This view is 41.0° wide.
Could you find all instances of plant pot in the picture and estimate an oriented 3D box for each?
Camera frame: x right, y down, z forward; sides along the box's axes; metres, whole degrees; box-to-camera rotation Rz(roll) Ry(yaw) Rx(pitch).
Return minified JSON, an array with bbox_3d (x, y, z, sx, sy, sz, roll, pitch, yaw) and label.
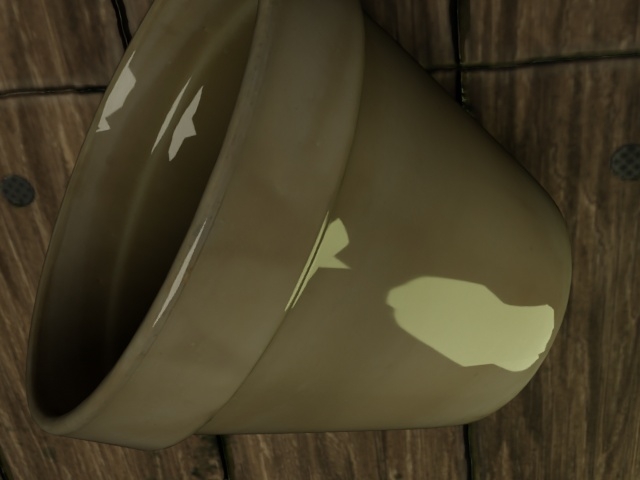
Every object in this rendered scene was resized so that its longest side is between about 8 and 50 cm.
[{"bbox_3d":[0.000,0.000,0.567,0.281,0.323,0.323,22,124,-26],"label":"plant pot"}]
